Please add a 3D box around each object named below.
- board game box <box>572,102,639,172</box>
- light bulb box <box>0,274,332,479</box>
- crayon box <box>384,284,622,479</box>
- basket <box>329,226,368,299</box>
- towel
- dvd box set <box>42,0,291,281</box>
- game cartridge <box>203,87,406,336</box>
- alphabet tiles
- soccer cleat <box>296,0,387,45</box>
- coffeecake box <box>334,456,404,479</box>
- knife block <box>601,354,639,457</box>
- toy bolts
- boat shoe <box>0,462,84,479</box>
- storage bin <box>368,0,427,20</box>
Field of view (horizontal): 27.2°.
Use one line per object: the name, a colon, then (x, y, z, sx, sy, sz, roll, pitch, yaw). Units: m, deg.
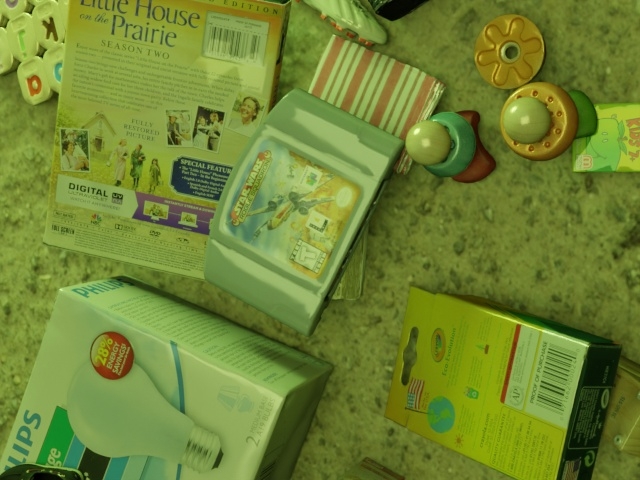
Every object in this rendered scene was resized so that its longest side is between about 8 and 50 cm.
board game box: (0.428, -0.136, 1.756, 0.181, 0.043, 0.092, 1, 92, 17)
light bulb box: (-0.230, 0.281, 1.883, 0.361, 0.225, 0.357, 23, 99, 14)
crayon box: (0.234, 0.190, 1.761, 0.319, 0.081, 0.202, 19, 100, 47)
basket: (0.000, 0.000, 1.863, 0.113, 0.103, 0.167, 5, 93, 16)
towel: (0.068, -0.193, 1.863, 0.197, 0.029, 0.144, 28, 99, 27)
dvd box set: (-0.223, -0.163, 1.876, 0.308, 0.062, 0.420, 11, 109, 6)
game cartridge: (-0.035, -0.044, 1.791, 0.198, 0.062, 0.297, 27, 99, 10)
alphabet tiles: (-0.412, -0.357, 1.986, 0.284, 0.021, 0.277, -19, 84, 31)
soccer cleat: (0.021, -0.345, 1.864, 0.196, 0.068, 0.076, 37, 99, 16)
coffeecake box: (0.037, 0.392, 1.824, 0.068, 0.185, 0.142, 27, 100, 15)
knife block: (0.461, 0.238, 1.752, 0.088, 0.242, 0.276, -63, 31, 9)
toy bolts: (0.211, -0.179, 1.740, 0.229, 0.158, 0.218, -29, 78, 28)
boat shoe: (-0.389, 0.331, 1.798, 0.133, 0.042, 0.048, -4, 94, 20)
storage bin: (0.140, -0.385, 1.794, 0.180, 0.122, 0.084, -31, 83, 16)
